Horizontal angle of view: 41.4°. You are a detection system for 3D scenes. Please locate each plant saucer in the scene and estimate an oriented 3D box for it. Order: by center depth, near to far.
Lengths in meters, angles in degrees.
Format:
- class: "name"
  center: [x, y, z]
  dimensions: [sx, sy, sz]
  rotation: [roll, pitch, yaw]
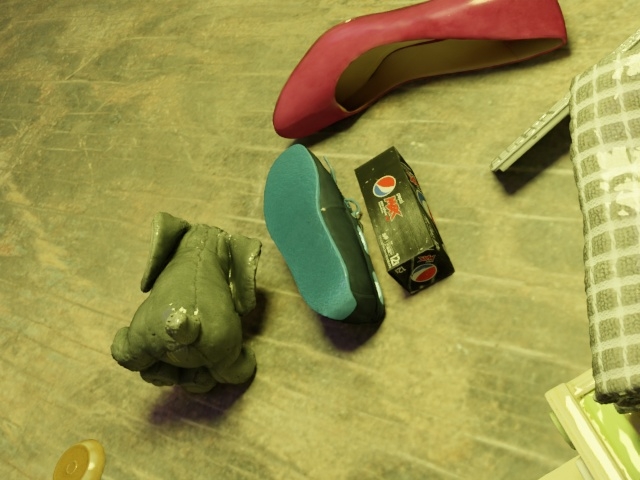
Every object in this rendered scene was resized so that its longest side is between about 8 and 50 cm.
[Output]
- class: "plant saucer"
  center: [-0.298, 0.279, 1.030]
  dimensions: [0.084, 0.015, 0.083]
  rotation: [-21, 47, 24]

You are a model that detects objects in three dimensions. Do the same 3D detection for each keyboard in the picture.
- class: "keyboard"
  center: [0.274, -0.162, 0.879]
  dimensions: [0.256, 0.014, 0.072]
  rotation: [-43, 6, 12]

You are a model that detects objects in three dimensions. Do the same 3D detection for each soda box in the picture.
- class: "soda box"
  center: [0.090, -0.025, 0.935]
  dimensions: [0.060, 0.053, 0.168]
  rotation: [-30, 44, 15]

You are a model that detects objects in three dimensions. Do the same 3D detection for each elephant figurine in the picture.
- class: "elephant figurine"
  center: [-0.146, 0.041, 0.981]
  dimensions: [0.186, 0.169, 0.239]
  rotation: [-16, 53, 36]

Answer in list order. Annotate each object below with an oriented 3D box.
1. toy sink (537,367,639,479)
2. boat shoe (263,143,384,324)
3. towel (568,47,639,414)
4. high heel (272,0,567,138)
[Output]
- class: "toy sink"
  center: [0.256, 0.161, 0.596]
  dimensions: [0.234, 0.131, 0.152]
  rotation: [-34, 42, 12]
- class: "boat shoe"
  center: [0.000, 0.000, 0.967]
  dimensions: [0.109, 0.089, 0.258]
  rotation: [-38, 46, 27]
- class: "towel"
  center: [0.299, -0.020, 0.501]
  dimensions: [0.284, 0.121, 0.234]
  rotation: [-10, 66, 26]
- class: "high heel"
  center: [0.105, -0.204, 1.033]
  dimensions: [0.377, 0.127, 0.181]
  rotation: [-39, 63, 24]
